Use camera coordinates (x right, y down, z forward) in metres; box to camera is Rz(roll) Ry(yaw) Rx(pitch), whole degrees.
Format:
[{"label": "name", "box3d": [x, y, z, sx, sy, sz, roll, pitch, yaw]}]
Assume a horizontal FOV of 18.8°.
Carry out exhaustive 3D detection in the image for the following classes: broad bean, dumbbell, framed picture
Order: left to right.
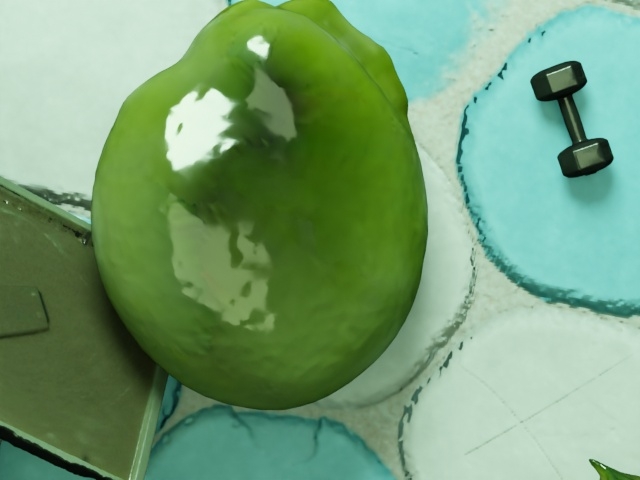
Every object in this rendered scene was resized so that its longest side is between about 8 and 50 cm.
[{"label": "framed picture", "box3d": [-0.217, 0.042, 1.303, 0.265, 0.192, 0.018, 30, 136, -21]}, {"label": "broad bean", "box3d": [-0.041, -0.028, 1.342, 0.238, 0.119, 0.291, 3, 83, -13]}, {"label": "dumbbell", "box3d": [0.182, -0.087, 1.393, 0.040, 0.036, 0.083, -20, 91, -1]}]

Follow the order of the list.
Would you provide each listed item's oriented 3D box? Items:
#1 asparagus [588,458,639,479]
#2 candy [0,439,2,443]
[{"label": "asparagus", "box3d": [0.336, 0.258, 1.377, 0.343, 0.082, 0.085, 25, 95, 1]}, {"label": "candy", "box3d": [-0.296, 0.204, 1.343, 0.115, 0.155, 0.265, 9, 91, -3]}]
